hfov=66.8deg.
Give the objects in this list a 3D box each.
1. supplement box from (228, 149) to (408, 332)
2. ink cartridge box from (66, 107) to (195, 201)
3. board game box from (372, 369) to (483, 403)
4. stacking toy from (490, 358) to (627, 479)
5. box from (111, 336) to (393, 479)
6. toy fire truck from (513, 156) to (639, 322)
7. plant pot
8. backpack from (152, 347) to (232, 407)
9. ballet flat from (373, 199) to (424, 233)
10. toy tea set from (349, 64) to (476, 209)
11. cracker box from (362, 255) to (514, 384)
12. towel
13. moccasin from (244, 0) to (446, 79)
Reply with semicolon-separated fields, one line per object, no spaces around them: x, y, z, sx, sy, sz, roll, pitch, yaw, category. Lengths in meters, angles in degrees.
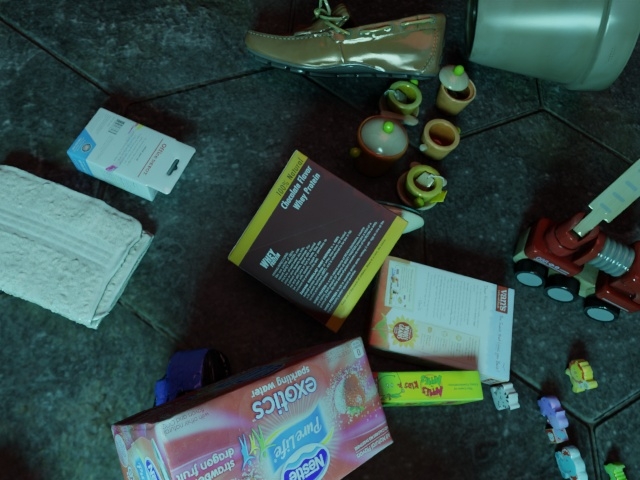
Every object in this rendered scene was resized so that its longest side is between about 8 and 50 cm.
0.000;0.000;0.755;0.194;0.129;0.191;33;93;5;supplement box
-0.316;-0.140;0.833;0.181;0.061;0.104;23;66;1;ink cartridge box
0.140;0.227;0.741;0.181;0.092;0.043;2;66;-9;board game box
0.386;0.314;0.771;0.166;0.052;0.221;-9;70;-13;stacking toy
-0.070;0.239;0.595;0.300;0.142;0.154;-10;81;-44;box
0.484;0.002;0.814;0.217;0.246;0.159;27;66;2;toy fire truck
0.456;-0.473;1.008;0.280;0.323;0.323;1;66;8;plant pot
-0.181;0.214;0.687;0.101;0.098;0.120;-4;68;10;backpack
0.053;-0.039;0.850;0.248;0.086;0.086;17;65;4;ballet flat
0.193;-0.232;0.929;0.200;0.124;0.336;25;65;1;toy tea set
0.196;0.132;0.806;0.232;0.067;0.156;15;66;-2;cracker box
-0.427;0.006;0.760;0.282;0.049;0.187;22;64;0;towel
0.041;-0.383;0.916;0.379;0.139;0.147;7;109;17;moccasin
